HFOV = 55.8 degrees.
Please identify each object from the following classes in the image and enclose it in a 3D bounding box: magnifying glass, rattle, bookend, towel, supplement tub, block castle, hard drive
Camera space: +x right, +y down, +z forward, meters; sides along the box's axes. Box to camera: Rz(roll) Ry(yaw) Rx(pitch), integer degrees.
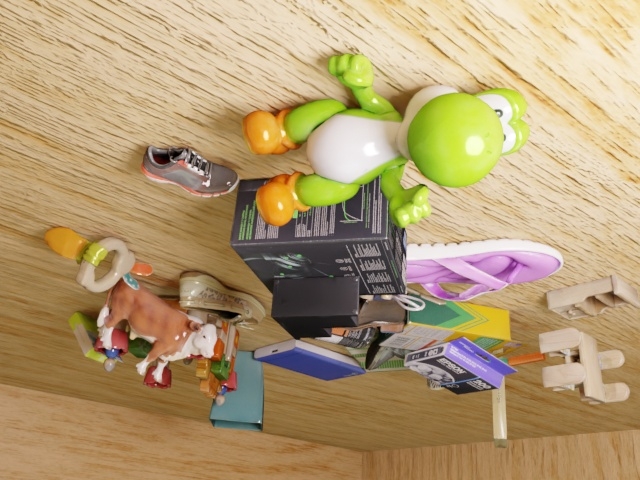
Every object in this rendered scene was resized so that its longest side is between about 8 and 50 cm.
[{"bbox_3d":[0.480,0.327,1.613,0.231,0.026,0.092,-17,153,31],"label":"magnifying glass"},{"bbox_3d":[-0.480,0.042,1.319,0.143,0.130,0.200,8,-178,17],"label":"rattle"},{"bbox_3d":[0.008,0.128,1.114,0.157,0.072,0.156,-4,155,15],"label":"bookend"},{"bbox_3d":[0.212,0.337,1.841,0.248,0.038,0.325,-7,150,18],"label":"towel"},{"bbox_3d":[0.031,0.194,1.487,0.191,0.116,0.117,18,151,-24],"label":"supplement tub"},{"bbox_3d":[-0.408,0.327,1.716,0.303,0.212,0.453,1,153,6],"label":"block castle"},{"bbox_3d":[-0.029,0.399,1.993,0.319,0.040,0.210,25,147,-36],"label":"hard drive"}]

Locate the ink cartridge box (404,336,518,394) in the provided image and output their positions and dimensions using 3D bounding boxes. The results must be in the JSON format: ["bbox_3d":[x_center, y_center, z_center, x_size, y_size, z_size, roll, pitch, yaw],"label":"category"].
[{"bbox_3d":[0.361,0.331,1.565,0.206,0.045,0.208,32,144,-21],"label":"ink cartridge box"}]

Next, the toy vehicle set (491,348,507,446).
[{"bbox_3d":[0.524,0.460,1.779,0.035,0.266,0.166,-2,154,16],"label":"toy vehicle set"}]

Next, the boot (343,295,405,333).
[{"bbox_3d":[0.095,0.150,1.395,0.219,0.106,0.082,6,-172,-18],"label":"boot"}]

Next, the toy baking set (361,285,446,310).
[{"bbox_3d":[0.126,0.110,1.290,0.256,0.030,0.197,9,-170,-14],"label":"toy baking set"}]

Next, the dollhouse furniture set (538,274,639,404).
[{"bbox_3d":[0.599,0.219,1.308,0.212,0.241,0.161,25,147,-36],"label":"dollhouse furniture set"}]

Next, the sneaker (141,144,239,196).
[{"bbox_3d":[-0.208,-0.115,0.968,0.158,0.061,0.065,9,147,-10],"label":"sneaker"}]

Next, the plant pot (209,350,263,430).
[{"bbox_3d":[-0.261,0.492,2.000,0.166,0.234,0.165,6,154,-1],"label":"plant pot"}]

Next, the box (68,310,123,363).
[{"bbox_3d":[-0.645,0.288,1.737,0.042,0.178,0.109,-45,142,1],"label":"box"}]

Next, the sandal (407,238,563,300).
[{"bbox_3d":[0.271,0.077,1.228,0.417,0.102,0.169,-1,153,11],"label":"sandal"}]

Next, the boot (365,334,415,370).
[{"bbox_3d":[0.248,0.326,1.691,0.209,0.076,0.189,16,136,-14],"label":"boot"}]

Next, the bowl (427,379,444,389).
[{"bbox_3d":[0.370,0.355,1.771,0.170,0.080,0.170,-29,-175,3],"label":"bowl"}]

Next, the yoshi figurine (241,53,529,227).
[{"bbox_3d":[0.076,-0.121,0.769,0.363,0.202,0.203,-9,144,19],"label":"yoshi figurine"}]

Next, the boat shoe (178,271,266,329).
[{"bbox_3d":[-0.246,0.167,1.504,0.105,0.089,0.285,-15,148,34],"label":"boat shoe"}]

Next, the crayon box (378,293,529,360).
[{"bbox_3d":[0.334,0.228,1.548,0.323,0.083,0.203,11,153,-12],"label":"crayon box"}]

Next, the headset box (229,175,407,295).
[{"bbox_3d":[0.000,0.000,1.084,0.283,0.131,0.246,-3,153,15],"label":"headset box"}]

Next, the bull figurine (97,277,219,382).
[{"bbox_3d":[-0.395,0.219,1.451,0.310,0.188,0.101,34,171,13],"label":"bull figurine"}]
